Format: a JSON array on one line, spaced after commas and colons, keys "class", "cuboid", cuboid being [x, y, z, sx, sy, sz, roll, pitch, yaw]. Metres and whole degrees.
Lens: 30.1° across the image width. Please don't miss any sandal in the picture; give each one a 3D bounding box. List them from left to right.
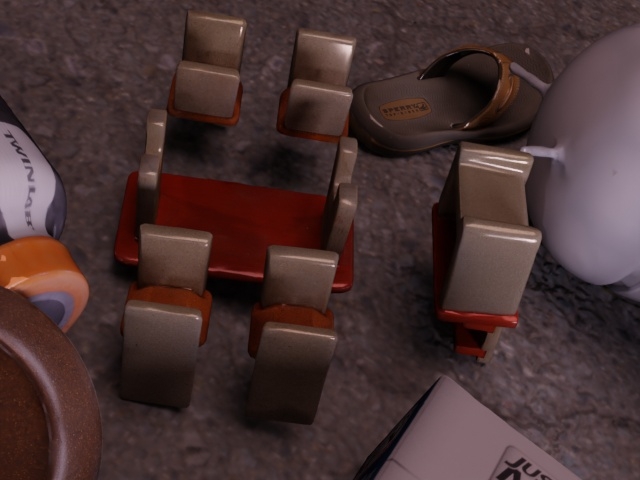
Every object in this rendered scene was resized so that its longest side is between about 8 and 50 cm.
[{"class": "sandal", "cuboid": [0.113, -0.125, 0.953, 0.219, 0.060, 0.090, -14, 59, -35]}]

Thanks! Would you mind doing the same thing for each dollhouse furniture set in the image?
[{"class": "dollhouse furniture set", "cuboid": [0.000, 0.000, 0.768, 0.259, 0.135, 0.262, 8, 47, -5]}]

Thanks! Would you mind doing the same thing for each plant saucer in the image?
[{"class": "plant saucer", "cuboid": [-0.188, 0.098, 0.558, 0.168, 0.029, 0.168, 0, 88, -9]}]

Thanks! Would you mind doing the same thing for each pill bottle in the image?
[{"class": "pill bottle", "cuboid": [-0.228, -0.041, 0.660, 0.130, 0.130, 0.245, -23, 64, -39]}]

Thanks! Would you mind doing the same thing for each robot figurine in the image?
[{"class": "robot figurine", "cuboid": [0.300, -0.036, 0.867, 0.353, 0.199, 0.300, 20, 22, -9]}]

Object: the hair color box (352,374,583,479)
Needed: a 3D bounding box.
[{"class": "hair color box", "cuboid": [0.035, 0.242, 0.557, 0.174, 0.105, 0.347, 37, 45, 5]}]
